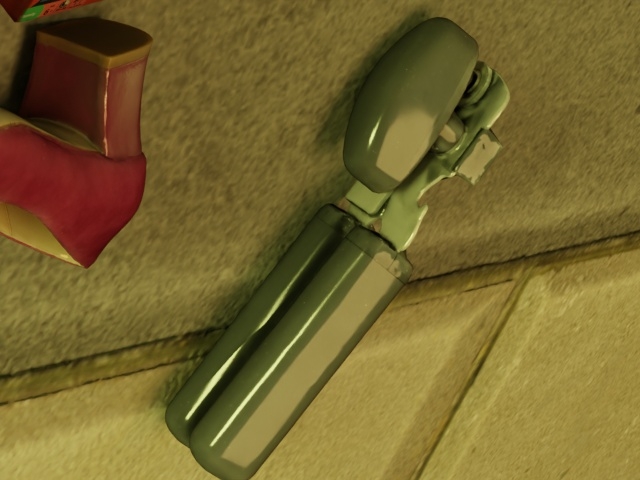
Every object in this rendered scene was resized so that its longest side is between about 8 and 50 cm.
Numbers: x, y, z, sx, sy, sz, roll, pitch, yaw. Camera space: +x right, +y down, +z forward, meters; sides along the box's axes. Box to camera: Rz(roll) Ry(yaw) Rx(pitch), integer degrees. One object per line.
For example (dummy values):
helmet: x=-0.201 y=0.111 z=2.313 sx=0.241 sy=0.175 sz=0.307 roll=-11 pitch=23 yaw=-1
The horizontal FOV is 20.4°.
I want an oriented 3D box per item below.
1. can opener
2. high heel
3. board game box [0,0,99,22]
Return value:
can opener: x=0.000 y=0.000 z=1.008 sx=0.095 sy=0.076 sz=0.283 roll=39 pitch=88 yaw=-33
high heel: x=-0.150 y=-0.012 z=0.694 sx=0.244 sy=0.082 sz=0.117 roll=-35 pitch=142 yaw=-60
board game box: x=0.000 y=-0.173 z=0.749 sx=0.281 sy=0.027 sz=0.145 roll=-25 pitch=163 yaw=-46
